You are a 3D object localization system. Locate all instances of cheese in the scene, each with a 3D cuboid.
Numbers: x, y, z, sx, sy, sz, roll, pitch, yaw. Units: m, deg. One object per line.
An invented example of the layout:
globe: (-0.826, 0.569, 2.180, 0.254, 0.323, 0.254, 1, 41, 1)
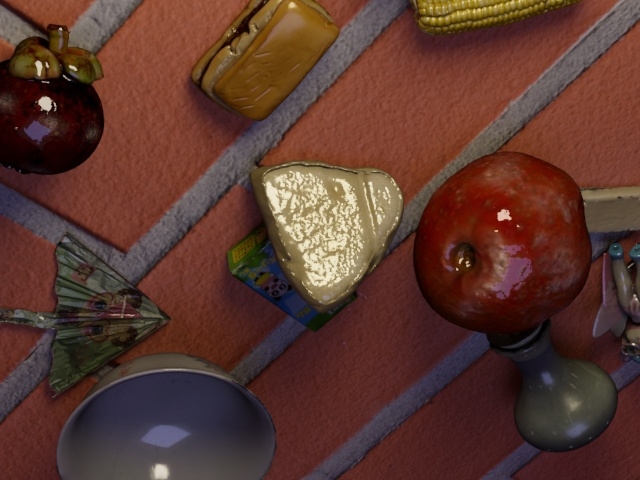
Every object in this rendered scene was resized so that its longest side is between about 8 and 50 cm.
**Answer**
cheese: (0.567, -0.056, 1.946, 0.400, 0.034, 0.085, -3, 126, -10)

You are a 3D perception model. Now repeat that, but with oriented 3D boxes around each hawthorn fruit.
hawthorn fruit: (0.263, 0.006, 1.793, 0.284, 0.284, 0.284, -6, 127, -8)

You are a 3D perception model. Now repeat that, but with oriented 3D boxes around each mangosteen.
mangosteen: (-0.355, -0.181, 1.562, 0.200, 0.200, 0.200, -6, 127, -8)

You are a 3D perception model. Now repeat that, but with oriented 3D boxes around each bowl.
bowl: (-0.250, 0.285, 1.936, 0.346, 0.157, 0.345, -7, 127, -9)

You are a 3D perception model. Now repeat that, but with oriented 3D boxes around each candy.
candy: (-0.043, 0.054, 1.871, 0.097, 0.062, 0.194, -41, 124, 17)

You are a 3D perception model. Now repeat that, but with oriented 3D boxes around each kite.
kite: (-0.364, 0.117, 1.877, 0.268, 0.013, 0.323, 0, 124, -14)

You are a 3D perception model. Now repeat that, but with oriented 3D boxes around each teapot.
teapot: (0.380, 0.228, 2.041, 0.183, 0.183, 0.251, -30, 117, 10)

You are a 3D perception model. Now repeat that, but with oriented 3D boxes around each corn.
corn: (0.241, -0.334, 1.626, 0.244, 0.093, 0.093, -11, 128, -3)

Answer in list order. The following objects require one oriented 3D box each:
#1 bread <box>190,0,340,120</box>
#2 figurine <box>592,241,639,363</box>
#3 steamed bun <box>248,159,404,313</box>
bread: (-0.075, -0.248, 1.635, 0.116, 0.077, 0.200, 27, 117, -37)
figurine: (0.552, 0.101, 2.008, 0.205, 0.103, 0.260, -6, 128, 24)
steamed bun: (0.021, -0.019, 1.788, 0.212, 0.231, 0.110, -18, 173, -18)
